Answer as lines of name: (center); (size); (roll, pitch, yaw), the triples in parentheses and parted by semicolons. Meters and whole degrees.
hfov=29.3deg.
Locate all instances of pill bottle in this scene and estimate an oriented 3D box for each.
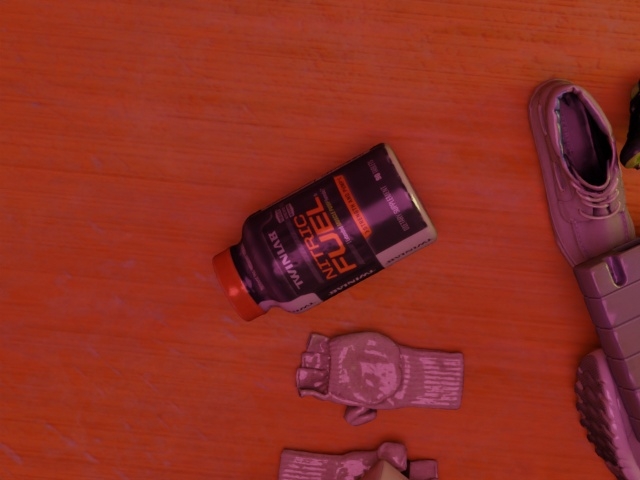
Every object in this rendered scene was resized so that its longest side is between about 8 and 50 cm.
pill bottle: (0.000, 0.000, 1.408); (0.245, 0.130, 0.130); (-29, 96, 6)

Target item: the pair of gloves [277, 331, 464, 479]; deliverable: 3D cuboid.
pair of gloves: (0.060, 0.230, 1.484); (0.204, 0.042, 0.240); (12, 98, 1)

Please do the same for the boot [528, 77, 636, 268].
boot: (0.301, -0.057, 1.391); (0.095, 0.123, 0.258); (-22, 97, 5)

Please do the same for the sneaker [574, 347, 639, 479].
sneaker: (0.393, 0.241, 1.456); (0.115, 0.105, 0.281); (-28, 106, -6)

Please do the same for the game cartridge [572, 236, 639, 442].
game cartridge: (0.482, 0.067, 1.395); (0.355, 0.068, 0.230); (-22, 100, -11)

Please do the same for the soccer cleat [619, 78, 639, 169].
soccer cleat: (0.369, -0.140, 1.374); (0.072, 0.179, 0.060); (42, 141, 7)

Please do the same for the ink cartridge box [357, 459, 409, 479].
ink cartridge box: (0.021, 0.422, 1.334); (0.119, 0.353, 0.207); (42, 114, -7)
